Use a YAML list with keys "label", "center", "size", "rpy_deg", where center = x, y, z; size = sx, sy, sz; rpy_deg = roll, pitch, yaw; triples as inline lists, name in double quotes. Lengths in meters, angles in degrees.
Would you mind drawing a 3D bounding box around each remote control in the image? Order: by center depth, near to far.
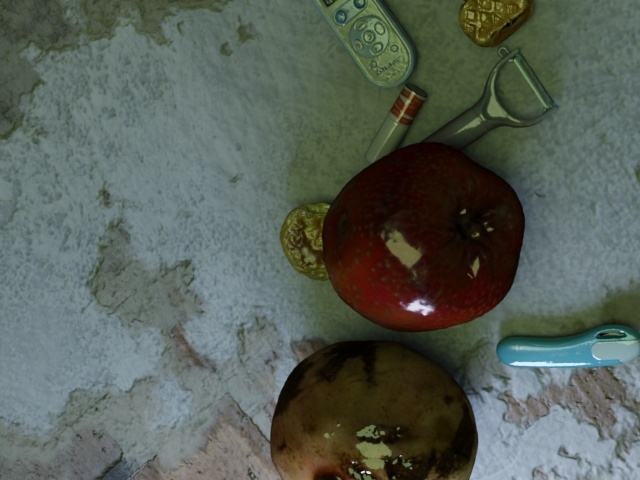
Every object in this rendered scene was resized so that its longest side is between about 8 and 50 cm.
- label: "remote control"
  center: [0.056, -0.336, 1.707]
  size: [0.087, 0.047, 0.244]
  rpy_deg: [-34, 91, 27]

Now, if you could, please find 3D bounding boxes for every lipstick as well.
- label: "lipstick"
  center: [0.113, -0.173, 1.731]
  size: [0.038, 0.038, 0.131]
  rpy_deg: [34, 113, 9]

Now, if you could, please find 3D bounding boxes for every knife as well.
- label: "knife"
  center: [0.201, -0.167, 1.697]
  size: [0.278, 0.053, 0.123]
  rpy_deg: [-34, 85, 23]
- label: "knife"
  center: [0.374, 0.161, 1.729]
  size: [0.222, 0.031, 0.064]
  rpy_deg: [-6, 105, 25]

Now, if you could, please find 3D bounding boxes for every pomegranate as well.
- label: "pomegranate"
  center: [0.079, 0.302, 1.742]
  size: [0.322, 0.322, 0.322]
  rpy_deg: [5, 105, 19]

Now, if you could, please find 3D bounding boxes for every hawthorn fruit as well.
- label: "hawthorn fruit"
  center: [0.135, 0.007, 1.649]
  size: [0.299, 0.275, 0.275]
  rpy_deg: [-29, 93, 35]

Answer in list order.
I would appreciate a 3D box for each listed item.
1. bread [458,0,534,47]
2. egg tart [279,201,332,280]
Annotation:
- label: "bread"
  center: [0.250, -0.329, 1.640]
  size: [0.110, 0.044, 0.083]
  rpy_deg: [-38, 88, 26]
- label: "egg tart"
  center: [0.000, 0.000, 1.810]
  size: [0.130, 0.052, 0.130]
  rpy_deg: [4, 103, 19]
